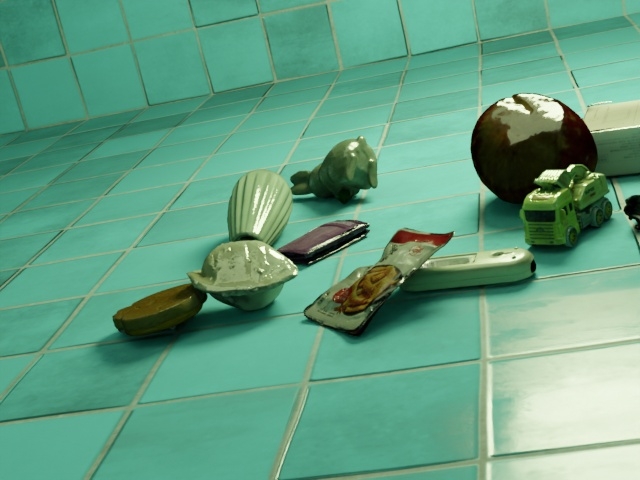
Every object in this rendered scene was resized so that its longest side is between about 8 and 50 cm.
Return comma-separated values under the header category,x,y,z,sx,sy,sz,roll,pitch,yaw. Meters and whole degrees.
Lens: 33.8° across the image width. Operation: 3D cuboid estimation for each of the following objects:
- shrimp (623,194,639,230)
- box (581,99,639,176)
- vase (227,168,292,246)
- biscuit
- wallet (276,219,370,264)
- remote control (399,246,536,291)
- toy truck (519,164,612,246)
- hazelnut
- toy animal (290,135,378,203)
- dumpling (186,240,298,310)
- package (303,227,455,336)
category,x,y,z,sx,sy,sz,roll,pitch,yaw
shrimp,0.574,-0.058,1.699,0.289,0.075,0.178,-29,16,-38
box,0.633,-0.207,2.039,0.252,0.106,0.203,-6,18,23
vase,-0.125,-0.044,2.061,0.128,0.128,0.248,-9,27,11
biscuit,-0.267,0.124,1.765,0.170,0.050,0.170,-19,10,4
wallet,0.000,-0.001,1.979,0.166,0.030,0.111,-27,24,-35
remote control,0.228,0.044,1.665,0.221,0.042,0.078,-8,17,19
toy truck,0.410,-0.068,1.760,0.085,0.116,0.191,3,23,43
hazelnut,0.388,-0.155,1.952,0.234,0.218,0.218,25,38,34
toy animal,0.032,-0.143,2.264,0.108,0.138,0.236,12,-10,-28
dumpling,-0.134,0.064,1.753,0.176,0.092,0.150,27,39,18
package,0.094,0.058,1.652,0.239,0.030,0.154,-39,24,-23
